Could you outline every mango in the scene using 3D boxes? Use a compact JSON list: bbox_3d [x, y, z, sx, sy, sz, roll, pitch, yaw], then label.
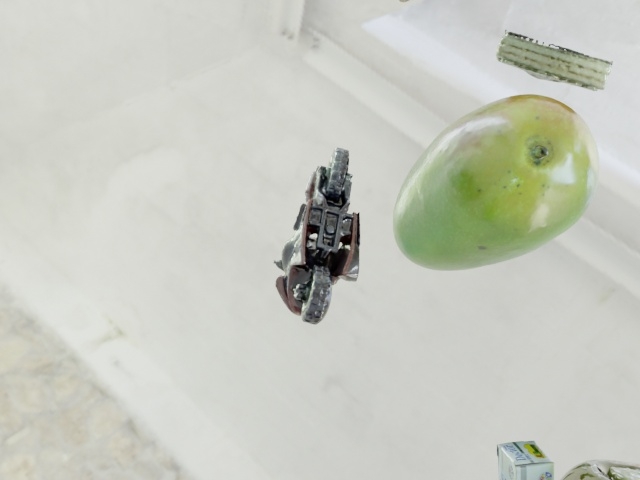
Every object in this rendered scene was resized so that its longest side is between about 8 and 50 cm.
[{"bbox_3d":[0.223,-0.063,1.237,0.201,0.225,0.382,49,-27,3],"label":"mango"}]

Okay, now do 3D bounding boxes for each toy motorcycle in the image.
[{"bbox_3d":[0.001,0.000,1.081,0.082,0.213,0.122,16,-20,-17],"label":"toy motorcycle"}]

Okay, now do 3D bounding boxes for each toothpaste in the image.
[{"bbox_3d":[0.163,0.243,0.729,0.046,0.034,0.164,-126,-147,-76],"label":"toothpaste"}]

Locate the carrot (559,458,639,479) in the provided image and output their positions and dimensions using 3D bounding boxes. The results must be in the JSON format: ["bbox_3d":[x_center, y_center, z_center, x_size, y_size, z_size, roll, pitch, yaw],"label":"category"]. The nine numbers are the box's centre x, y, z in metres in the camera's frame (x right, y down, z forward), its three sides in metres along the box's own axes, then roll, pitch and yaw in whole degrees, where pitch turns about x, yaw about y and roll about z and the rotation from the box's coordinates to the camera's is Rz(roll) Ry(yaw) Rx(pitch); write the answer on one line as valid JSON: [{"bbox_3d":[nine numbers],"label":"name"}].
[{"bbox_3d":[0.117,0.188,0.368,0.087,0.087,0.193,6,-91,46],"label":"carrot"}]

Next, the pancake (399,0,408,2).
[{"bbox_3d":[0.172,-0.453,1.482,0.028,0.158,0.158,42,-39,11],"label":"pancake"}]

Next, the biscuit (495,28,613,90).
[{"bbox_3d":[0.323,-0.250,1.298,0.150,0.252,0.052,19,-76,7],"label":"biscuit"}]
